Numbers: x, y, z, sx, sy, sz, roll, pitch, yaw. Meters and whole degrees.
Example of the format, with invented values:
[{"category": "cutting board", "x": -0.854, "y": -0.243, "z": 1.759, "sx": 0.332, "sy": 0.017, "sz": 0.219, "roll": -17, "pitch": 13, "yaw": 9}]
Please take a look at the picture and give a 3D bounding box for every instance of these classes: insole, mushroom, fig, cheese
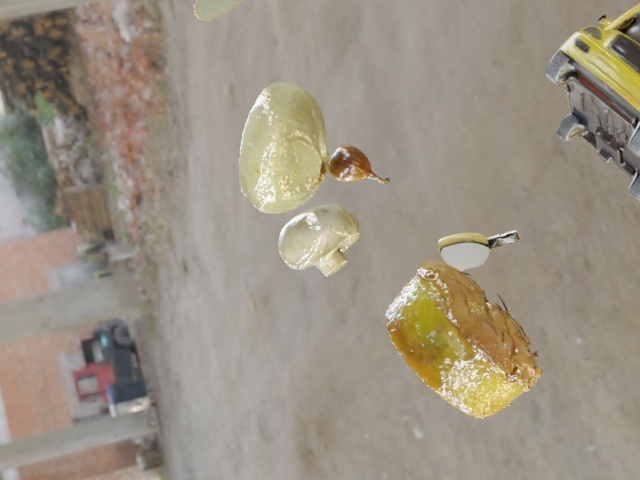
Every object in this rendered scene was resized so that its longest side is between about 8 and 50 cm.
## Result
[{"category": "insole", "x": -0.086, "y": -0.341, "z": 1.391, "sx": 0.004, "sy": 0.188, "sz": 0.064, "roll": 45, "pitch": 180, "yaw": 36}, {"category": "mushroom", "x": 0.000, "y": 0.000, "z": 1.109, "sx": 0.067, "sy": 0.084, "sz": 0.083, "roll": 57, "pitch": 165, "yaw": 7}, {"category": "fig", "x": 0.051, "y": -0.094, "z": 1.471, "sx": 0.050, "sy": 0.083, "sz": 0.050, "roll": -63, "pitch": -7, "yaw": -14}, {"category": "cheese", "x": 0.325, "y": 0.010, "z": 2.280, "sx": 0.036, "sy": 0.163, "sz": 0.086, "roll": -80, "pitch": -32, "yaw": -50}]

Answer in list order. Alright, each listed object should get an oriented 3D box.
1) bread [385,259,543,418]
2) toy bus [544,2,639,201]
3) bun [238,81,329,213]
[{"category": "bread", "x": 0.202, "y": 0.150, "z": 1.714, "sx": 0.260, "sy": 0.160, "sz": 0.147, "roll": 51, "pitch": -155, "yaw": 15}, {"category": "toy bus", "x": 0.363, "y": -0.164, "z": 1.285, "sx": 0.145, "sy": 0.151, "sz": 0.331, "roll": 45, "pitch": -177, "yaw": 18}, {"category": "bun", "x": -0.041, "y": -0.138, "z": 1.750, "sx": 0.222, "sy": 0.128, "sz": 0.222, "roll": 15, "pitch": -90, "yaw": -72}]
